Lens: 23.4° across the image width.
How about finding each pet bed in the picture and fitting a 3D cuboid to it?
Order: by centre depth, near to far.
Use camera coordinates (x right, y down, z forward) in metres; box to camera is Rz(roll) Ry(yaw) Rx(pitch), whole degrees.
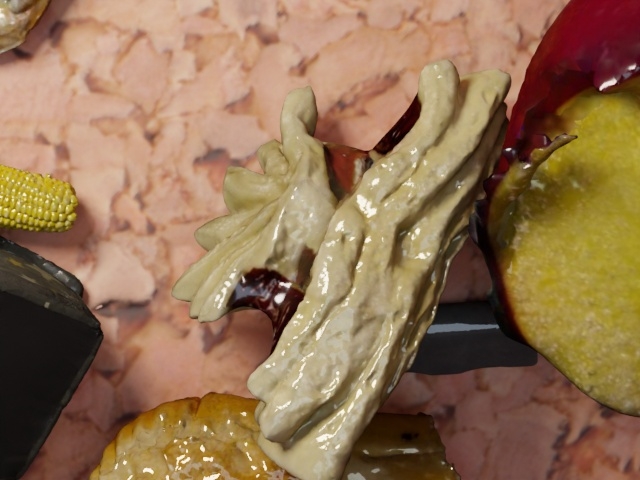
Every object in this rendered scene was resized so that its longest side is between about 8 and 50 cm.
[{"bbox_3d":[-0.342,0.107,1.512,0.183,0.159,0.211,26,98,-34],"label":"pet bed"}]

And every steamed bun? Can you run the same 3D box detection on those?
[{"bbox_3d":[0.000,0.000,1.479,0.189,0.247,0.428,32,78,-19],"label":"steamed bun"}]

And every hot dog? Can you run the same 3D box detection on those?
[{"bbox_3d":[-0.072,0.336,1.539,0.365,0.196,0.367,7,92,-6],"label":"hot dog"}]

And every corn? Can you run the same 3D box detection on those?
[{"bbox_3d":[-0.340,-0.050,1.524,0.206,0.067,0.067,11,98,-6],"label":"corn"}]

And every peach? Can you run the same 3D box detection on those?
[{"bbox_3d":[0.330,-0.041,1.411,0.339,0.353,0.416,22,92,19],"label":"peach"}]

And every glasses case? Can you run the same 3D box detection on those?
[{"bbox_3d":[0.126,0.101,1.588,0.191,0.042,0.072,-3,106,-3],"label":"glasses case"}]

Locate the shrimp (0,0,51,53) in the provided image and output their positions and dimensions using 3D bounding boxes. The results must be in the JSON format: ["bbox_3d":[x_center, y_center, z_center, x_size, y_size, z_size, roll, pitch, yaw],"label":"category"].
[{"bbox_3d":[-0.301,-0.263,1.497,0.317,0.077,0.168,-7,109,2],"label":"shrimp"}]
